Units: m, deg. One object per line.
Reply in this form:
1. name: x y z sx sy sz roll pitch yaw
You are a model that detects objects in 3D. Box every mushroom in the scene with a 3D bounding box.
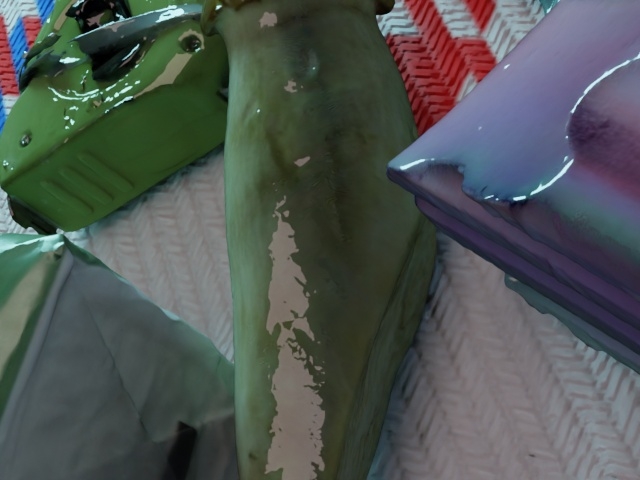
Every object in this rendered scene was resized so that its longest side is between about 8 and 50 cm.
1. mushroom: 0.004 -0.001 0.690 0.107 0.087 0.333 -8 62 1

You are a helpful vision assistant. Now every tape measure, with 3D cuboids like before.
1. tape measure: -0.111 -0.104 0.839 0.177 0.087 0.154 -27 50 18

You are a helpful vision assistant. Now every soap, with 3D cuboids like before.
1. soap: 0.161 0.007 0.503 0.109 0.193 0.324 -52 46 -4

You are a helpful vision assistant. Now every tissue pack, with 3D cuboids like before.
1. tissue pack: -0.233 0.140 0.705 0.356 0.194 0.266 2 66 37

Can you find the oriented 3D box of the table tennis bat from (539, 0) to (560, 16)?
1. table tennis bat: 0.144 -0.147 0.717 0.149 0.038 0.237 12 69 35
